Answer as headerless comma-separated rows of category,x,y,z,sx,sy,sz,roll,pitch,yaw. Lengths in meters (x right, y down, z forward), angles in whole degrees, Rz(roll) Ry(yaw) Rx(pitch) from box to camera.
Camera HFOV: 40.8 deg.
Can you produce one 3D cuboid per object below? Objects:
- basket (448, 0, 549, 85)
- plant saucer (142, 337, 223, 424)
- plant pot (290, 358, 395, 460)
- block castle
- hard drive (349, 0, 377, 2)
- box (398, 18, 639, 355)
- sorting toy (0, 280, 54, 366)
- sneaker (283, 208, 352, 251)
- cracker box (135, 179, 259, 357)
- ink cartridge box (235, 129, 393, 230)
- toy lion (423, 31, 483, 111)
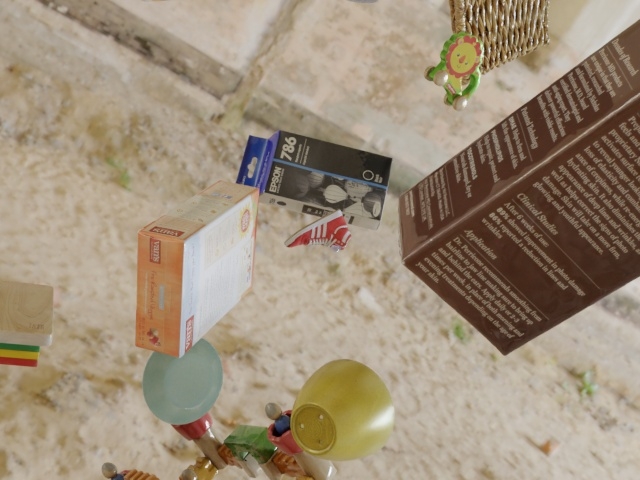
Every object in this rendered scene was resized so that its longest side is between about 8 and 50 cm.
basket,0.289,-0.492,1.653,0.213,0.223,0.299,44,-24,46
plant saucer,-0.290,0.299,1.848,0.195,0.195,0.037,44,1,27
plant pot,0.015,0.229,1.108,0.134,0.134,0.095,41,24,20
block castle,-0.220,0.458,1.686,0.303,0.453,0.212,-45,111,-33
hard drive,0.079,-0.388,1.109,0.054,0.172,0.255,46,20,4
box,0.283,-0.061,0.910,0.191,0.381,0.143,42,29,-24
sorting toy,-0.628,0.153,1.579,0.256,0.089,0.257,8,14,-19
sneaker,0.000,0.000,1.462,0.067,0.118,0.042,61,-21,1
cracker box,-0.155,0.029,1.112,0.067,0.155,0.232,12,22,14
ink cartridge box,-0.016,-0.140,1.900,0.333,0.165,0.065,12,-22,-1
toy lion,0.210,-0.259,1.295,0.100,0.096,0.034,43,0,-41
